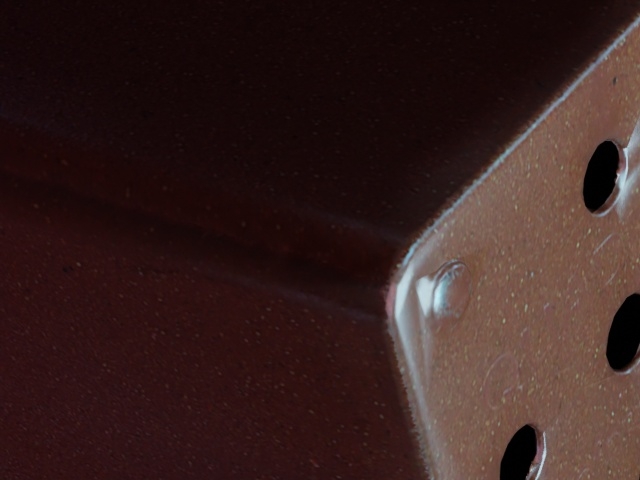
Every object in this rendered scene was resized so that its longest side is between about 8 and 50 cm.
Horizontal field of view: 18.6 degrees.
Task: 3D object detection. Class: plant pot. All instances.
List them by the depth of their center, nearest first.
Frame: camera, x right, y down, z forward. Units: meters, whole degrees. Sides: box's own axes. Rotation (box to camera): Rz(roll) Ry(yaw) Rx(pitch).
[{"bbox_3d":[0.000,0.000,0.617,0.267,0.235,0.267,-44,135,-32],"label":"plant pot"}]
